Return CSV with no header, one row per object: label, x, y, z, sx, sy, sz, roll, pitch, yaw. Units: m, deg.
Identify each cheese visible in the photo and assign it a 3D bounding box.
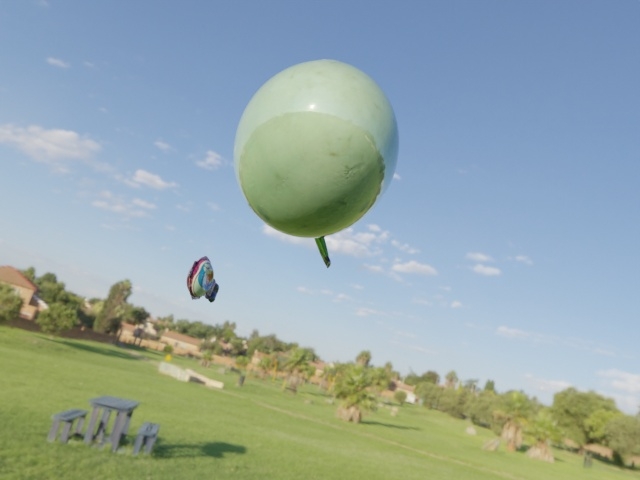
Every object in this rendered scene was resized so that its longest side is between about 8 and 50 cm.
cheese,-0.249,0.089,1.115,0.038,0.095,0.145,12,-24,16

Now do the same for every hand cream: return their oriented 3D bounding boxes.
hand cream,0.000,0.000,1.143,0.023,0.122,0.036,-15,-21,-11

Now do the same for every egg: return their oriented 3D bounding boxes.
egg,-0.011,-0.145,0.901,0.276,0.276,0.389,19,-16,-8
